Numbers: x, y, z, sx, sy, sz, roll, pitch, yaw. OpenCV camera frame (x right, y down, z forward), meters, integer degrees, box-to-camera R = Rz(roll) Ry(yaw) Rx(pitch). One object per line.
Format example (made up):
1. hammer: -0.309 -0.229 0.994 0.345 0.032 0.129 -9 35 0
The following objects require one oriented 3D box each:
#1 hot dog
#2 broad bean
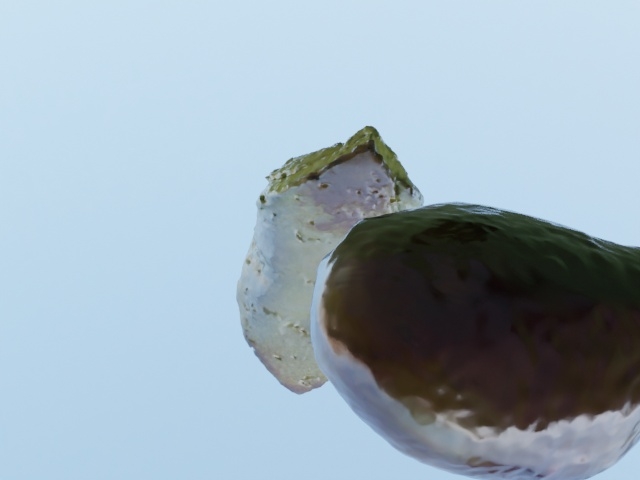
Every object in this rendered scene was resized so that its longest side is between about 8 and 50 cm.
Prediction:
1. hot dog: 0.001 -0.001 0.662 0.078 0.169 0.061 12 -137 -10
2. broad bean: 0.069 0.035 0.518 0.165 0.084 0.114 13 -144 -26
